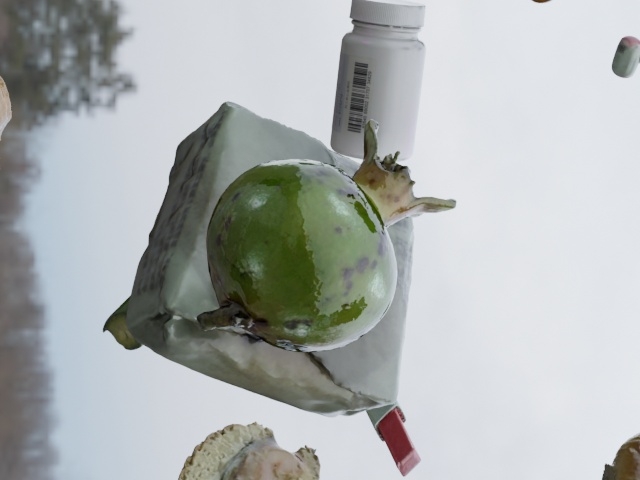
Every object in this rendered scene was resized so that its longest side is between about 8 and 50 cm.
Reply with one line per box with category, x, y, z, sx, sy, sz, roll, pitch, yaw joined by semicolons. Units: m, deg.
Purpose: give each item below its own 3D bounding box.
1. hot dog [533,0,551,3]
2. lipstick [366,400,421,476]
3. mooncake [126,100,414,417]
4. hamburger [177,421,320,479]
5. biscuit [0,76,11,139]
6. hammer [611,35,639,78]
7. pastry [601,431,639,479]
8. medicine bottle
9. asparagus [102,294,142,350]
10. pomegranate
hot dog;0.278;-0.423;2.341;0.249;0.076;0.102;49;-59;19
lipstick;0.044;0.136;1.994;0.312;0.051;0.051;63;9;26
mooncake;-0.037;0.024;1.533;0.136;0.250;0.254;-26;-136;55
hamburger;-0.121;0.385;1.986;0.330;0.162;0.209;-66;177;-60
biscuit;-0.606;-0.210;2.409;0.062;0.385;0.365;-40;162;-45
hammer;0.396;-0.218;2.024;0.031;0.083;0.052;-98;-162;-52
pastry;0.577;0.383;2.619;0.257;0.236;0.121;53;-26;41
medicine bottle;0.071;-0.193;1.992;0.103;0.103;0.187;-134;-132;-72
asparagus;-0.148;0.023;2.007;0.067;0.278;0.060;37;-11;30
pomegranate;0.000;-0.003;1.311;0.220;0.156;0.156;-47;155;-49
